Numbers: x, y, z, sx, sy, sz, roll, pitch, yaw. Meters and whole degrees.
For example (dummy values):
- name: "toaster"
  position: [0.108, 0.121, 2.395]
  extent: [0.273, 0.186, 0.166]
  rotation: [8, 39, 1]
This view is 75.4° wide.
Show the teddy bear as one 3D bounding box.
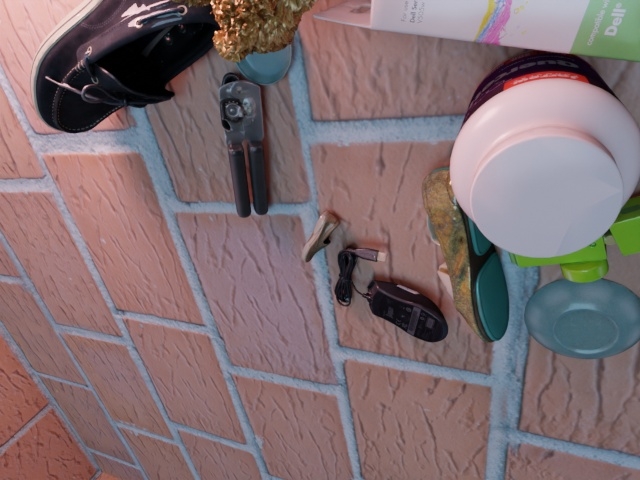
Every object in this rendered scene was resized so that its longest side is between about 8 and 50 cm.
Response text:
- name: "teddy bear"
  position: [-0.109, -0.401, 0.531]
  extent: [0.246, 0.337, 0.113]
  rotation: [2, 162, 10]

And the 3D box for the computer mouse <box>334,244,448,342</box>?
- name: "computer mouse"
  position: [0.151, 0.096, 0.862]
  extent: [0.262, 0.060, 0.183]
  rotation: [20, 132, 28]

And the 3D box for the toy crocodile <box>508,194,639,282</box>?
- name: "toy crocodile"
  position: [0.458, -0.021, 0.621]
  extent: [0.341, 0.105, 0.115]
  rotation: [-16, 112, 37]

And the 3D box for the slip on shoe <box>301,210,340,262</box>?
- name: "slip on shoe"
  position: [0.000, 0.000, 0.876]
  extent: [0.041, 0.051, 0.135]
  rotation: [32, 121, 7]

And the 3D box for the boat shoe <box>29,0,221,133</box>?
- name: "boat shoe"
  position: [-0.361, -0.316, 0.753]
  extent: [0.501, 0.187, 0.155]
  rotation: [-24, 87, 30]

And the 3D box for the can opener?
- name: "can opener"
  position: [-0.151, -0.184, 0.828]
  extent: [0.076, 0.095, 0.283]
  rotation: [-10, 130, -13]

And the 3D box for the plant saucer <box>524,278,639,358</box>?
- name: "plant saucer"
  position: [0.479, 0.155, 0.754]
  extent: [0.195, 0.037, 0.194]
  rotation: [13, 125, 19]

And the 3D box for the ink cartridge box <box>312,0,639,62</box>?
- name: "ink cartridge box"
  position: [0.188, -0.315, 0.482]
  extent: [0.354, 0.207, 0.119]
  rotation: [15, 130, 16]

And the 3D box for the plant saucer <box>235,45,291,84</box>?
- name: "plant saucer"
  position: [-0.100, -0.336, 0.725]
  extent: [0.120, 0.021, 0.119]
  rotation: [13, 125, 19]

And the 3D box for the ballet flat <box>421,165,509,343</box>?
- name: "ballet flat"
  position: [0.256, 0.027, 0.742]
  extent: [0.123, 0.123, 0.348]
  rotation: [-6, 118, 28]

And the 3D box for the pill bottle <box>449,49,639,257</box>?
- name: "pill bottle"
  position: [0.261, -0.116, 0.501]
  extent: [0.182, 0.323, 0.181]
  rotation: [12, 124, 18]
